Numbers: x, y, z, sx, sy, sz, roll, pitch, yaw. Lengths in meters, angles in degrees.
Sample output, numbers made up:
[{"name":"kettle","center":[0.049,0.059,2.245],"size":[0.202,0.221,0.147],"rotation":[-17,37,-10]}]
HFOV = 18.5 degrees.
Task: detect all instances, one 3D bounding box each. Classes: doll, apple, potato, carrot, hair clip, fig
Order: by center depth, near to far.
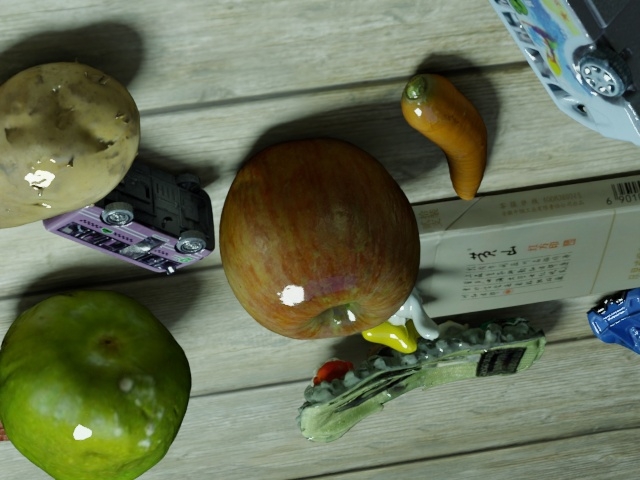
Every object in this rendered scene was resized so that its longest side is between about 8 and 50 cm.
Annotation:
[{"name":"potato","center":[-0.270,-0.079,1.842],"size":[0.234,0.128,0.161],"rotation":[-18,147,23]},{"name":"apple","center":[0.000,0.000,2.024],"size":[0.211,0.188,0.211],"rotation":[-8,155,-4]},{"name":"carrot","center":[0.143,-0.103,2.030],"size":[0.066,0.062,0.271],"rotation":[-49,151,-2]},{"name":"fig","center":[-0.286,0.182,2.217],"size":[0.233,0.233,0.314],"rotation":[13,152,-38]},{"name":"doll","center":[0.076,0.067,2.236],"size":[0.071,0.135,0.113],"rotation":[-32,179,-28]},{"name":"hair clip","center":[0.116,0.152,2.442],"size":[0.321,0.091,0.138],"rotation":[-17,153,-12]}]

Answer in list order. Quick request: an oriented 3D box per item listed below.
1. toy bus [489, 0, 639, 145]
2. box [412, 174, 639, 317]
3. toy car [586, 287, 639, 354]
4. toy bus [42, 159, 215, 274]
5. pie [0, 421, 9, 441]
[{"name":"toy bus","center":[0.189,-0.227,1.601],"size":[0.136,0.109,0.330],"rotation":[10,141,56]},{"name":"box","center":[0.273,0.005,2.270],"size":[0.365,0.051,0.205],"rotation":[-8,152,-6]},{"name":"toy car","center":[0.428,0.113,2.507],"size":[0.103,0.063,0.216],"rotation":[-32,145,31]},{"name":"toy bus","center":[-0.195,-0.031,2.002],"size":[0.098,0.087,0.178],"rotation":[-31,143,34]},{"name":"pie","center":[-0.393,0.196,2.367],"size":[0.182,0.050,0.182],"rotation":[-9,153,-5]}]
